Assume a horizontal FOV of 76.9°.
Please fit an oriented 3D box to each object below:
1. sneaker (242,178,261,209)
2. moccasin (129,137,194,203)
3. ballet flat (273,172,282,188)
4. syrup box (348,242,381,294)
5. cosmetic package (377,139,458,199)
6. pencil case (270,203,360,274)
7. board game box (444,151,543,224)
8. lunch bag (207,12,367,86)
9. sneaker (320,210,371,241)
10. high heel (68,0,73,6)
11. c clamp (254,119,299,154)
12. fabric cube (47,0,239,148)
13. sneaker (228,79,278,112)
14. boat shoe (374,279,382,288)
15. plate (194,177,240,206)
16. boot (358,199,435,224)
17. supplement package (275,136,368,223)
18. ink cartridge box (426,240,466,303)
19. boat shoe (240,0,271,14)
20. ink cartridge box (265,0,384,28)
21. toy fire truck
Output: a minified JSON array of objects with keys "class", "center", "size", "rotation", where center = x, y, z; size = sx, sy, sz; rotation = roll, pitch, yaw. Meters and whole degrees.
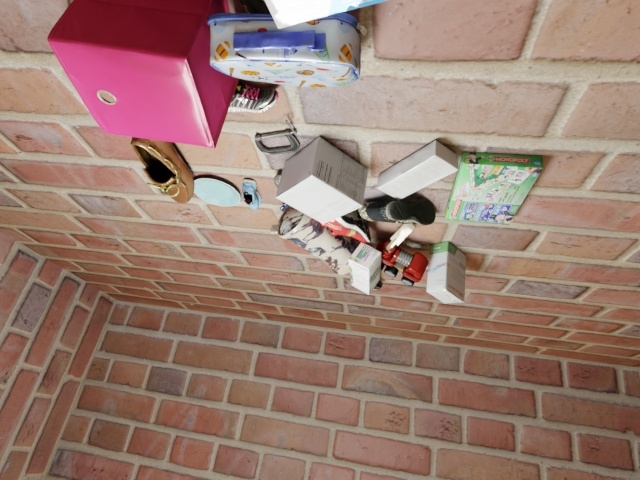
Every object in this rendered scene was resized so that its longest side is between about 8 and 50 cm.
[{"class":"sneaker","center":[-0.266,-0.158,1.501],"size":[0.064,0.073,0.162],"rotation":[7,153,7]},{"class":"moccasin","center":[-0.526,-0.233,1.357],"size":[0.139,0.146,0.380],"rotation":[14,154,1]},{"class":"ballet flat","center":[-0.054,-0.172,1.428],"size":[0.250,0.058,0.084],"rotation":[27,137,-24]},{"class":"syrup box","center":[0.181,0.117,1.624],"size":[0.096,0.093,0.236],"rotation":[28,156,23]},{"class":"cosmetic package","center":[0.288,-0.207,1.219],"size":[0.099,0.060,0.239],"rotation":[21,152,-29]},{"class":"pencil case","center":[0.000,0.000,1.621],"size":[0.184,0.159,0.410],"rotation":[-15,144,36]},{"class":"board game box","center":[0.524,-0.152,1.260],"size":[0.214,0.046,0.317],"rotation":[6,154,10]},{"class":"lunch bag","center":[-0.058,-0.385,0.812],"size":[0.304,0.114,0.243],"rotation":[3,-168,9]},{"class":"sneaker","center":[0.094,-0.057,1.497],"size":[0.119,0.107,0.279],"rotation":[-22,149,29]},{"class":"high heel","center":[-0.541,-0.477,0.995],"size":[0.117,0.082,0.244],"rotation":[-13,148,-27]},{"class":"c clamp","center":[-0.134,-0.308,1.221],"size":[0.161,0.022,0.137],"rotation":[-6,154,27]},{"class":"fabric cube","center":[-0.344,-0.386,0.870],"size":[0.259,0.258,0.254],"rotation":[9,153,2]},{"class":"sneaker","center":[-0.194,-0.378,1.048],"size":[0.171,0.063,0.075],"rotation":[4,159,22]},{"class":"boat shoe","center":[0.252,0.180,1.976],"size":[0.079,0.083,0.233],"rotation":[-9,145,34]},{"class":"plate","center":[-0.397,-0.189,1.542],"size":[0.189,0.024,0.188],"rotation":[9,154,4]},{"class":"boot","center":[0.271,-0.101,1.422],"size":[0.237,0.085,0.179],"rotation":[2,-178,-35]},{"class":"supplement package","center":[0.005,-0.181,1.272],"size":[0.203,0.149,0.194],"rotation":[27,149,-31]},{"class":"ink cartridge box","center":[0.515,0.134,1.644],"size":[0.093,0.212,0.154],"rotation":[-17,143,43]},{"class":"boat shoe","center":[-0.159,-0.510,0.752],"size":[0.069,0.081,0.228],"rotation":[-11,149,29]},{"class":"ink cartridge box","center":[-0.016,-0.506,0.579],"size":[0.198,0.197,0.270],"rotation":[-1,151,23]},{"class":"toy fire truck","center":[0.335,0.048,1.602],"size":[0.217,0.158,0.246],"rotation":[28,162,7]}]
